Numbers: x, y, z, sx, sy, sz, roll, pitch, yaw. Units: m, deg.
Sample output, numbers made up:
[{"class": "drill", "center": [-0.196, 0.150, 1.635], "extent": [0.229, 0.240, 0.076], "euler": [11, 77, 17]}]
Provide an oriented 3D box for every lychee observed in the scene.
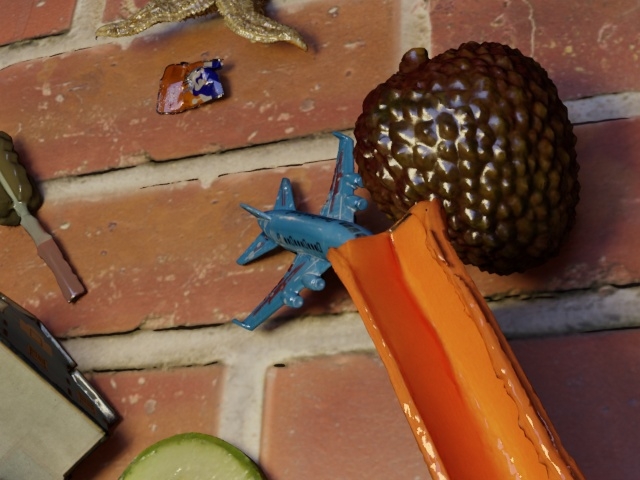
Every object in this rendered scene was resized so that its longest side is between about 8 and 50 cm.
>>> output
[{"class": "lychee", "center": [0.158, -0.088, 1.172], "extent": [0.236, 0.236, 0.271], "euler": [-33, 69, 4]}]

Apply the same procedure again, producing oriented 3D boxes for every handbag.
[{"class": "handbag", "center": [0.160, 0.184, 0.977], "extent": [0.116, 0.303, 0.410], "euler": [-28, 57, 6]}]

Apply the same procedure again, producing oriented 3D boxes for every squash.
[{"class": "squash", "center": [-0.149, 0.314, 1.197], "extent": [0.219, 0.041, 0.219], "euler": [-10, 59, 18]}]

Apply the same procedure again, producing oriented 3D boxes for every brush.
[{"class": "brush", "center": [-0.393, -0.030, 1.480], "extent": [0.084, 0.071, 0.301], "euler": [-37, 61, -3]}]

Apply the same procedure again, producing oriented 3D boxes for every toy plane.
[{"class": "toy plane", "center": [0.000, 0.000, 1.250], "extent": [0.271, 0.105, 0.254], "euler": [20, 79, 50]}]

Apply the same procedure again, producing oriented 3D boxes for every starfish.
[{"class": "starfish", "center": [-0.132, -0.379, 1.543], "extent": [0.302, 0.084, 0.293], "euler": [2, 60, 21]}]

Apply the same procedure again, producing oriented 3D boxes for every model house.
[{"class": "model house", "center": [-0.383, 0.168, 1.297], "extent": [0.178, 0.271, 0.206], "euler": [-46, 20, 0]}]

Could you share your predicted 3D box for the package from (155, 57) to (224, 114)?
[{"class": "package", "center": [-0.173, -0.212, 1.500], "extent": [0.111, 0.033, 0.077], "euler": [-8, 83, 35]}]
